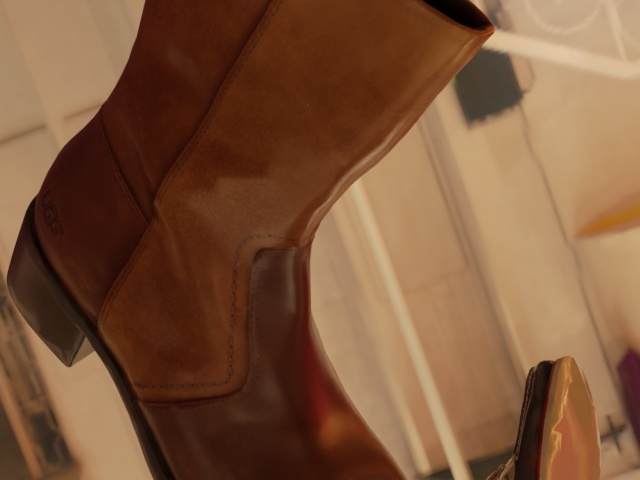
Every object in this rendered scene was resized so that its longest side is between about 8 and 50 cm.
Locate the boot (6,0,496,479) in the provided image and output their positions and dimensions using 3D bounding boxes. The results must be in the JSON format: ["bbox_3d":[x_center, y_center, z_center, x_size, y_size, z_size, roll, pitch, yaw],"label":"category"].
[{"bbox_3d":[0.000,0.000,0.590,0.096,0.264,0.280,-25,158,-46],"label":"boot"}]

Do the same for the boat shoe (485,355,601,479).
[{"bbox_3d":[0.086,0.114,0.559,0.043,0.137,0.049,-7,158,39],"label":"boat shoe"}]
